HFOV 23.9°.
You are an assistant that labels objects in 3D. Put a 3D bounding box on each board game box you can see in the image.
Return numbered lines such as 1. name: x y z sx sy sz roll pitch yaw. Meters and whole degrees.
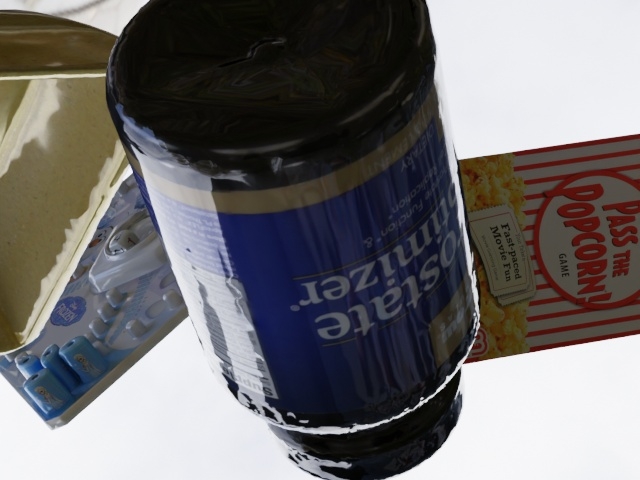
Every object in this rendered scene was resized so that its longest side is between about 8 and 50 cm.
1. board game box: 0.172 0.004 1.100 0.193 0.045 0.147 -9 -92 -9
2. board game box: -0.183 -0.011 1.510 0.390 0.390 0.050 -42 -66 -12

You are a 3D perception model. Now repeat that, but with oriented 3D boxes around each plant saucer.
1. plant saucer: -0.288 -0.025 0.843 0.333 0.333 0.081 -5 -118 -30

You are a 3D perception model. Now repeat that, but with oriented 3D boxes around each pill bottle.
1. pill bottle: 0.000 0.000 0.611 0.123 0.219 0.123 -8 -133 8
